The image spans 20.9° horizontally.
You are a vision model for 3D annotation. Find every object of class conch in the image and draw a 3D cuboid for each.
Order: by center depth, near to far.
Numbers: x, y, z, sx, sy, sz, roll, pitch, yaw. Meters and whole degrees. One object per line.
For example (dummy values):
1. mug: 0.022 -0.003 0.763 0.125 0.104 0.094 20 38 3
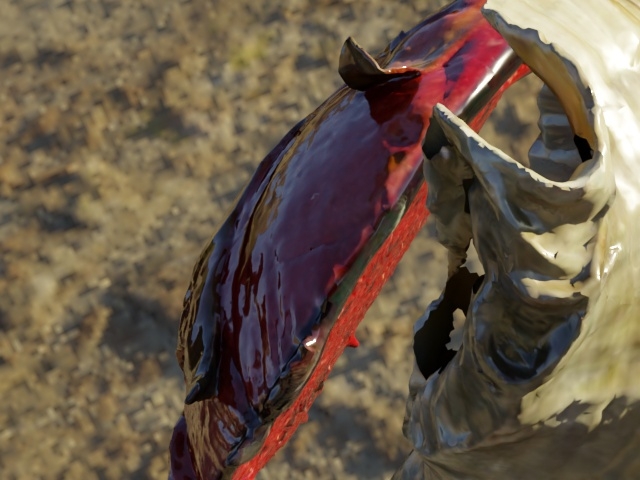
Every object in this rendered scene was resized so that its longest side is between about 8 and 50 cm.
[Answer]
1. conch: 0.105 0.047 0.500 0.159 0.291 0.210 19 61 14

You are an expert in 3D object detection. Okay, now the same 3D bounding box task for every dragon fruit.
1. dragon fruit: 0.000 0.000 0.903 0.344 0.100 0.282 -57 -1 17
